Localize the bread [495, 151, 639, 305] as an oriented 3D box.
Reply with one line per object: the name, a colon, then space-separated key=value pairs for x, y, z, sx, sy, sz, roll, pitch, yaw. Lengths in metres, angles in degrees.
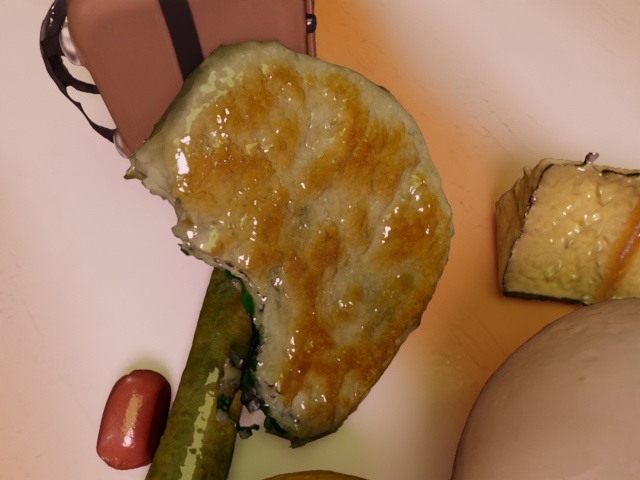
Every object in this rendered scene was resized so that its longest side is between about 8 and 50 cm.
bread: x=0.336 y=-0.008 z=0.636 sx=0.266 sy=0.142 sz=0.178 roll=7 pitch=104 yaw=-3

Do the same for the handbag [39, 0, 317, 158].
handbag: x=-0.142 y=-0.178 z=0.573 sx=0.283 sy=0.302 sz=0.149 roll=-1 pitch=61 yaw=0

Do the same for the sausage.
sausage: x=-0.179 y=0.169 z=0.530 sx=0.054 sy=0.059 sz=0.094 roll=4 pitch=68 yaw=11

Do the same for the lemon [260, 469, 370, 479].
lemon: x=-0.030 y=0.289 z=0.383 sx=0.219 sy=0.240 sz=0.240 roll=1 pitch=64 yaw=-15

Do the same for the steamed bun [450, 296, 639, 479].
steamed bun: x=0.238 y=0.233 z=0.417 sx=0.374 sy=0.241 sz=0.374 roll=17 pitch=62 yaw=-35

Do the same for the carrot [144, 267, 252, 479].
carrot: x=-0.104 y=0.129 z=0.553 sx=0.074 sy=0.074 sz=0.358 roll=11 pitch=61 yaw=0

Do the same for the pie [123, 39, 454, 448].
pie: x=0.000 y=0.000 z=0.512 sx=0.296 sy=0.078 sz=0.371 roll=-27 pitch=113 yaw=-26
